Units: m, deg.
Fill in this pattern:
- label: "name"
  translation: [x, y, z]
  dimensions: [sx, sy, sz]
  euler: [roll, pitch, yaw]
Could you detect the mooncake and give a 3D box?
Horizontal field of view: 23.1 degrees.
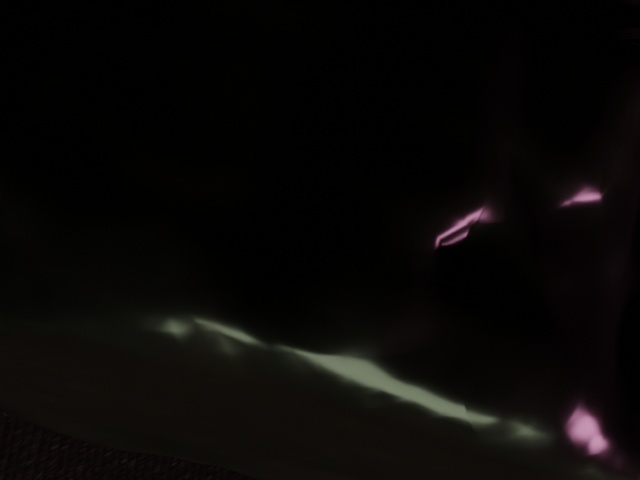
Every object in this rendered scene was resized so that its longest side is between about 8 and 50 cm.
- label: "mooncake"
  translation: [0.000, 0.000, 0.688]
  dimensions: [0.381, 0.212, 0.350]
  euler: [11, 170, 4]
